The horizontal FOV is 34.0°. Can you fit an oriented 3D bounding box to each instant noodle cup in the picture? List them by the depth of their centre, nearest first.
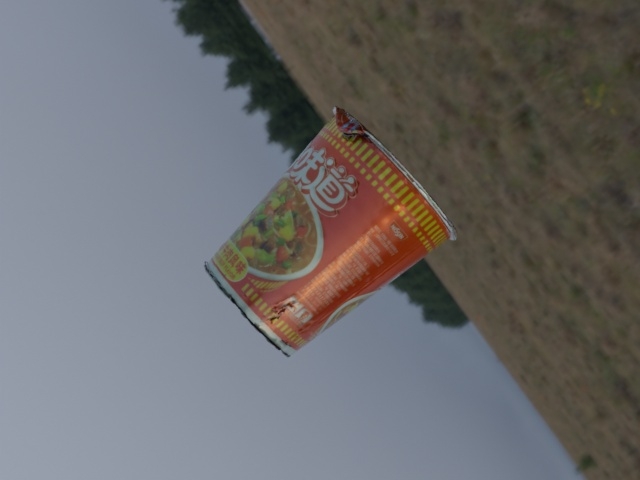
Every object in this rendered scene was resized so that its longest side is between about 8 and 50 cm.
[{"bbox_3d":[0.000,0.000,1.064,0.193,0.212,0.193,47,180,0],"label":"instant noodle cup"}]
